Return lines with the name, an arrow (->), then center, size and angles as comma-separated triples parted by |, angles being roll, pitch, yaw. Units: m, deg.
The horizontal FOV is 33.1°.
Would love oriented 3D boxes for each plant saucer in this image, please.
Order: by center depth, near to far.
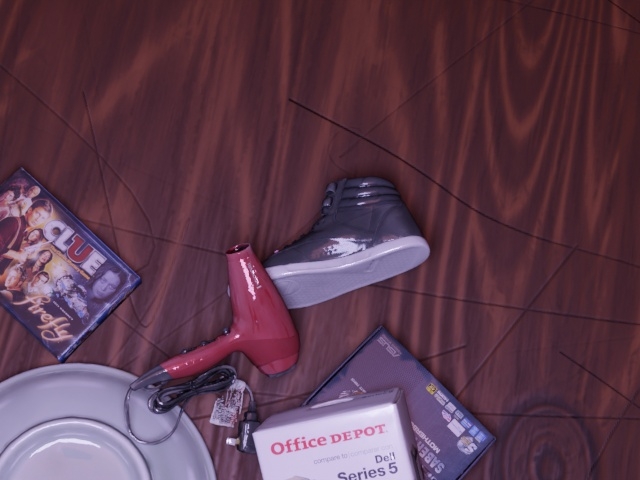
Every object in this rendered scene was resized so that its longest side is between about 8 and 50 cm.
plant saucer -> -0.330, 0.349, 1.421 | 0.400, 0.100, 0.401 | 3, 70, -9

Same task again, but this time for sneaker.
sneaker -> 0.000, 0.000, 1.572 | 0.295, 0.105, 0.147 | -17, 59, 3

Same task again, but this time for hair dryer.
hair dryer -> -0.126, 0.148, 1.457 | 0.223, 0.080, 0.294 | 19, 84, -37

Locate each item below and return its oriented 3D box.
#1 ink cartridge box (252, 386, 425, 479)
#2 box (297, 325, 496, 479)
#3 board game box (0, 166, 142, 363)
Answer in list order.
ink cartridge box -> 0.041, 0.352, 1.420 | 0.198, 0.115, 0.273 | -14, 90, 10
box -> 0.102, 0.266, 1.524 | 0.183, 0.059, 0.233 | -44, 83, -12
board game box -> -0.402, 0.034, 1.552 | 0.243, 0.042, 0.165 | 42, 77, 6
